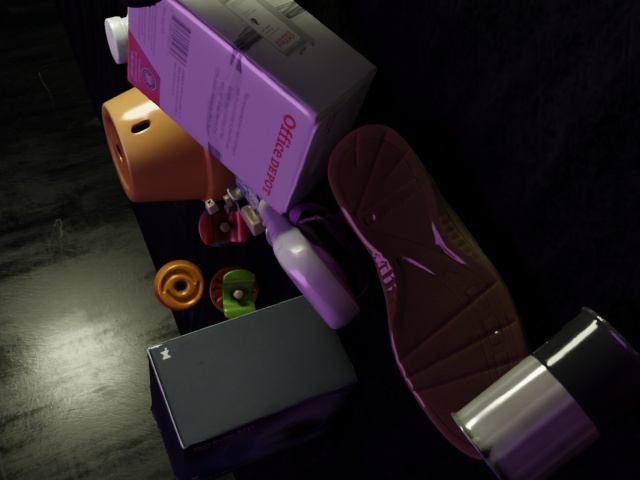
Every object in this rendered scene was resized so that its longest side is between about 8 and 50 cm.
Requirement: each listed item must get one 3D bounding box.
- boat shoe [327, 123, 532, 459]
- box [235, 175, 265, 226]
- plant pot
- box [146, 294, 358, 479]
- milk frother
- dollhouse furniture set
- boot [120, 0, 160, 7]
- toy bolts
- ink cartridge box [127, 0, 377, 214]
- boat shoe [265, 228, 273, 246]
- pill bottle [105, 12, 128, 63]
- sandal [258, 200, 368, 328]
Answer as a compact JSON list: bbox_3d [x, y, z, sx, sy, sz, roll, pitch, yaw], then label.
[{"bbox_3d":[0.120,0.043,0.751,0.110,0.121,0.341,21,-135,-66],"label":"boat shoe"},{"bbox_3d":[-0.117,-0.103,1.349,0.137,0.027,0.094,54,155,40],"label":"box"},{"bbox_3d":[-0.304,-0.196,1.507,0.291,0.203,0.291,52,152,42],"label":"plant pot"},{"bbox_3d":[-0.126,0.264,1.291,0.183,0.296,0.294,63,159,25],"label":"box"},{"bbox_3d":[0.200,0.152,0.567,0.129,0.135,0.143,48,-176,-42],"label":"milk frother"},{"bbox_3d":[-0.149,-0.034,1.437,0.114,0.091,0.081,56,170,31],"label":"dollhouse furniture set"},{"bbox_3d":[-0.120,-0.420,0.733,0.131,0.260,0.348,36,140,59],"label":"boot"},{"bbox_3d":[-0.233,0.039,1.563,0.158,0.218,0.228,-166,78,-74],"label":"toy bolts"},{"bbox_3d":[-0.094,-0.197,0.914,0.283,0.117,0.207,41,149,9],"label":"ink cartridge box"},{"bbox_3d":[-0.066,-0.049,1.243,0.040,0.049,0.142,-101,11,-45],"label":"boat shoe"},{"bbox_3d":[-0.262,-0.354,1.282,0.103,0.184,0.103,52,152,43],"label":"pill bottle"},{"bbox_3d":[0.009,0.012,1.004,0.169,0.102,0.416,54,-178,-16],"label":"sandal"}]
